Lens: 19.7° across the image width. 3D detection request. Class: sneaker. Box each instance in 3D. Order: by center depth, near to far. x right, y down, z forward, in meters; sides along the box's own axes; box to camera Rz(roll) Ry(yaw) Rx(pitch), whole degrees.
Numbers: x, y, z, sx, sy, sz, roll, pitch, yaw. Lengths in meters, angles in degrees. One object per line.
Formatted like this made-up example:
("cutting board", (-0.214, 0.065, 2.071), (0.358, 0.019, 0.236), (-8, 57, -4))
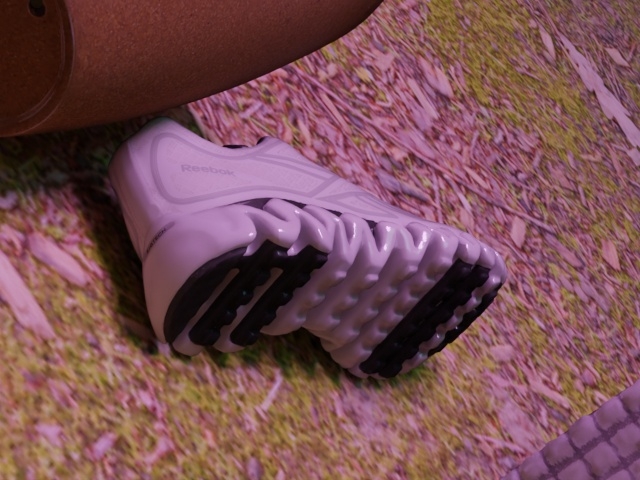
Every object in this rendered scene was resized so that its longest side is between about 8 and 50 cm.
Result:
("sneaker", (0.000, 0.000, 1.007), (0.292, 0.110, 0.118), (16, 33, -53))

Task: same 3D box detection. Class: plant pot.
("plant pot", (-0.108, -0.155, 0.924), (0.237, 0.237, 0.254), (49, 39, -4))

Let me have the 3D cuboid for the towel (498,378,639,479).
("towel", (0.219, 0.181, 0.906), (0.121, 0.283, 0.235), (16, 40, -53))
